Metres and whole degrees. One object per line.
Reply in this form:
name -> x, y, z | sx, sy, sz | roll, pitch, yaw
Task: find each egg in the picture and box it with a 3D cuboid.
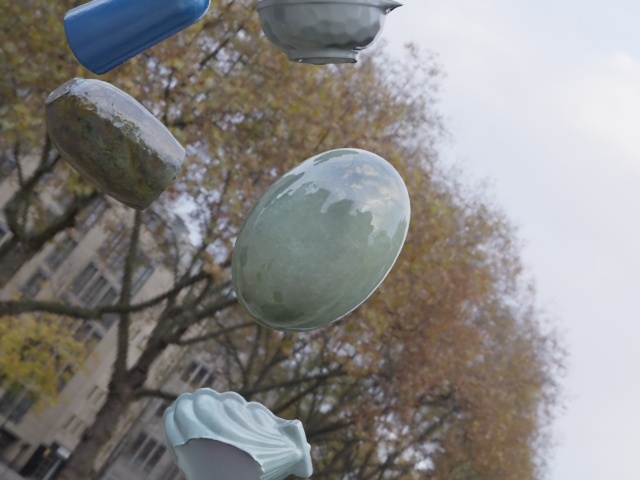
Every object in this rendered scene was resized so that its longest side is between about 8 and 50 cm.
egg -> 0.000, 0.000, 1.541 | 0.258, 0.352, 0.258 | 41, -9, 8

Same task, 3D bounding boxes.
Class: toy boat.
toy boat -> -0.159, 0.355, 1.525 | 0.290, 0.100, 0.199 | -5, -70, 26

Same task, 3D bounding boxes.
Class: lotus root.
lotus root -> -0.521, -0.252, 2.246 | 0.346, 0.250, 0.250 | 44, -22, -26

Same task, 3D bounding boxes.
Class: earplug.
earplug -> -0.328, -0.420, 1.683 | 0.273, 0.132, 0.132 | -19, -47, 21

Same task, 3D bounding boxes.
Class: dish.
dish -> 0.009, -0.424, 1.844 | 0.303, 0.120, 0.303 | 1, 6, 0
